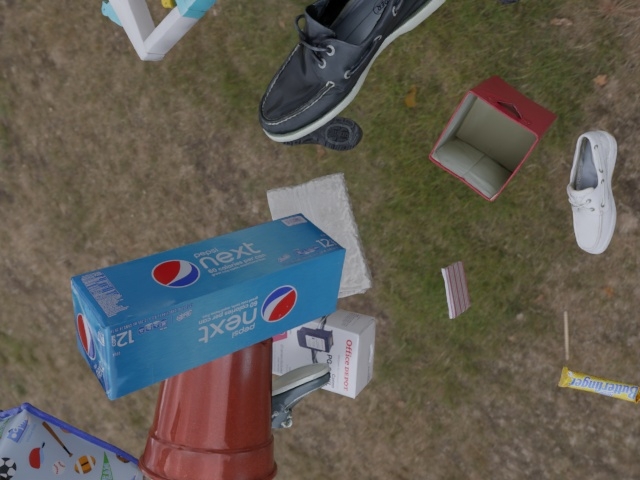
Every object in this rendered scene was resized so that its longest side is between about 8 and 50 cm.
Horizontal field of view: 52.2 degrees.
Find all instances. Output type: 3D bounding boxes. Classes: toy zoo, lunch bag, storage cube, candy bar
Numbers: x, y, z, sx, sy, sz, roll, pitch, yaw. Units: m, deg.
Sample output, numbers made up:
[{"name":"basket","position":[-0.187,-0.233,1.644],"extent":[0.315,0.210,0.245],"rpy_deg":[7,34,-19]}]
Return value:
[{"name":"toy zoo","position":[-0.170,-0.335,0.718],"extent":[0.293,0.030,0.192],"rpy_deg":[-26,83,41]},{"name":"lunch bag","position":[-0.610,0.600,1.480],"extent":[0.385,0.328,0.239],"rpy_deg":[37,144,-29]},{"name":"storage cube","position":[0.399,-0.240,1.501],"extent":[0.183,0.193,0.215],"rpy_deg":[37,127,12]},{"name":"candy bar","position":[0.556,0.287,1.295],"extent":[0.161,0.018,0.040],"rpy_deg":[12,85,7]}]

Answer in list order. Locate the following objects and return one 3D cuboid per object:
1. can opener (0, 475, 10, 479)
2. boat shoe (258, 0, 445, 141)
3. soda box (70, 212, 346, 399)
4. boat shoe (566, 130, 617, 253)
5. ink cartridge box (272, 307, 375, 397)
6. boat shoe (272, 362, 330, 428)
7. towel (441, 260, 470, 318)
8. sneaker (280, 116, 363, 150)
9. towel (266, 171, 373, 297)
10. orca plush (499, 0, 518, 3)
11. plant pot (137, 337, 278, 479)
[{"name":"can opener","position":[-0.609,0.417,1.085],"extent":[0.076,0.095,0.283],"rpy_deg":[41,169,42]},{"name":"boat shoe","position":[0.027,-0.272,0.840],"extent":[0.340,0.113,0.127],"rpy_deg":[-38,58,16]},{"name":"soda box","position":[-0.083,0.045,0.523],"extent":[0.067,0.210,0.071],"rpy_deg":[39,133,39]},{"name":"boat shoe","position":[0.593,-0.105,1.461],"extent":[0.098,0.096,0.277],"rpy_deg":[7,101,55]},{"name":"ink cartridge box","position":[0.001,0.249,1.551],"extent":[0.237,0.100,0.172],"rpy_deg":[11,113,24]},{"name":"boat shoe","position":[-0.104,0.374,1.464],"extent":[0.319,0.116,0.099],"rpy_deg":[-29,91,12]},{"name":"towel","position":[0.387,0.139,1.880],"extent":[0.029,0.197,0.144],"rpy_deg":[-10,90,26]},{"name":"sneaker","position":[-0.020,-0.299,1.758],"extent":[0.286,0.130,0.109],"rpy_deg":[17,104,13]},{"name":"towel","position":[0.000,0.000,1.479],"extent":[0.187,0.049,0.282],"rpy_deg":[-14,91,7]},{"name":"orca plush","position":[0.331,-0.602,1.281],"extent":[0.102,0.151,0.287],"rpy_deg":[-26,112,28]},{"name":"plant pot","position":[-0.206,0.309,1.280],"extent":[0.272,0.272,0.265],"rpy_deg":[6,91,36]}]
